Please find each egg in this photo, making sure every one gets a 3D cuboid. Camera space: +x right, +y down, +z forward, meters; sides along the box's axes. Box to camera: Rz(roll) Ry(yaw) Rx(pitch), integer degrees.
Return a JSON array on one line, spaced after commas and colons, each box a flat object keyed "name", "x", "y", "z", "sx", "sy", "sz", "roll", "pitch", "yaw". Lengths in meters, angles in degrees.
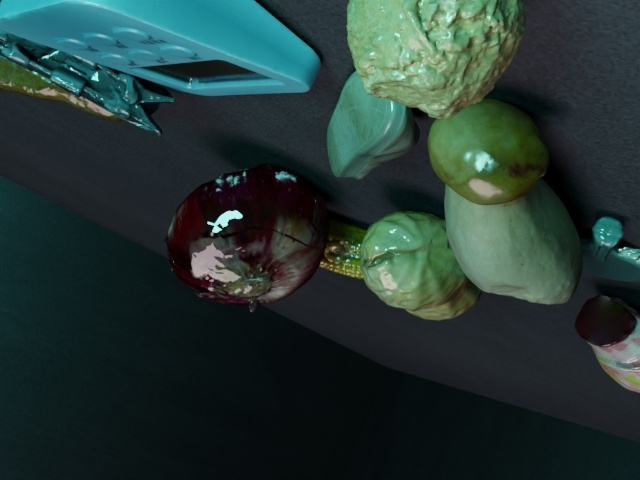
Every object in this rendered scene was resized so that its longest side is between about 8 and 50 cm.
[{"name": "egg", "x": 0.074, "y": -0.138, "z": 0.510, "sx": 0.118, "sy": 0.116, "sz": 0.140, "roll": -5, "pitch": 172, "yaw": -1}]

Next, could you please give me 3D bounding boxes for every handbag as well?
[{"name": "handbag", "x": -0.282, "y": -0.196, "z": 0.938, "sx": 0.229, "sy": 0.062, "sz": 0.179, "roll": 26, "pitch": -175, "yaw": -16}]

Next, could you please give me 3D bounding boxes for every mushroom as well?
[{"name": "mushroom", "x": 0.193, "y": -0.019, "z": 0.821, "sx": 0.128, "sy": 0.128, "sz": 0.350, "roll": 16, "pitch": 162, "yaw": 28}]

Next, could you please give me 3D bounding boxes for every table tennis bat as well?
[{"name": "table tennis bat", "x": 0.327, "y": 0.014, "z": 0.940, "sx": 0.124, "sy": 0.033, "sz": 0.201, "roll": 17, "pitch": 170, "yaw": 18}]

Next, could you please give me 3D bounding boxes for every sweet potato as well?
[{"name": "sweet potato", "x": -0.366, "y": -0.220, "z": 1.093, "sx": 0.273, "sy": 0.075, "sz": 0.075, "roll": 18, "pitch": 168, "yaw": 4}]

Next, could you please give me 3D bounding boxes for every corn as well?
[{"name": "corn", "x": 0.000, "y": 0.000, "z": 1.344, "sx": 0.319, "sy": 0.097, "sz": 0.097, "roll": 17, "pitch": 167, "yaw": 15}]

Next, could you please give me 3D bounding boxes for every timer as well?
[{"name": "timer", "x": -0.152, "y": -0.192, "z": 0.769, "sx": 0.250, "sy": 0.091, "sz": 0.231, "roll": 27, "pitch": 168, "yaw": -39}]

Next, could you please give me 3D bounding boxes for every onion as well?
[{"name": "onion", "x": -0.111, "y": -0.019, "z": 1.216, "sx": 0.252, "sy": 0.219, "sz": 0.252, "roll": -11, "pitch": 146, "yaw": -8}]

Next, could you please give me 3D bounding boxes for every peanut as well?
[{"name": "peanut", "x": 0.152, "y": 0.044, "z": 1.157, "sx": 0.149, "sy": 0.149, "sz": 0.313, "roll": 17, "pitch": 170, "yaw": 24}]

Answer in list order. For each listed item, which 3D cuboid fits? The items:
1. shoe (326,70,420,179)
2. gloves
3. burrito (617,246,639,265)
[{"name": "shoe", "x": 0.060, "y": -0.115, "z": 0.799, "sx": 0.078, "sy": 0.079, "sz": 0.195, "roll": -11, "pitch": 169, "yaw": -19}, {"name": "gloves", "x": 0.462, "y": 0.162, "z": 1.144, "sx": 0.241, "sy": 0.126, "sz": 0.145, "roll": 38, "pitch": 157, "yaw": -30}, {"name": "burrito", "x": 0.502, "y": 0.086, "z": 0.753, "sx": 0.445, "sy": 0.101, "sz": 0.139, "roll": 20, "pitch": -175, "yaw": 15}]
